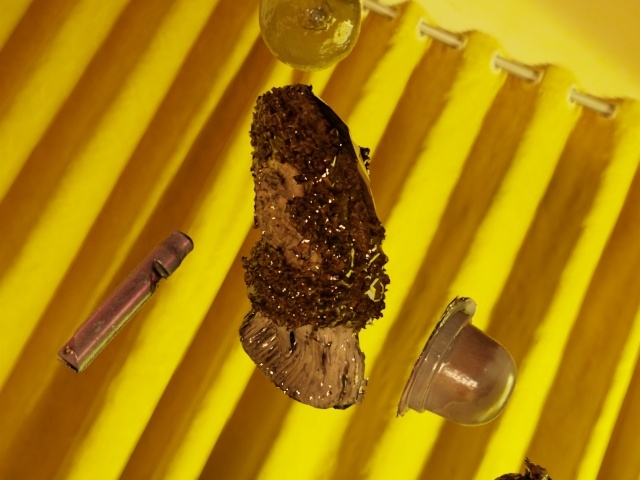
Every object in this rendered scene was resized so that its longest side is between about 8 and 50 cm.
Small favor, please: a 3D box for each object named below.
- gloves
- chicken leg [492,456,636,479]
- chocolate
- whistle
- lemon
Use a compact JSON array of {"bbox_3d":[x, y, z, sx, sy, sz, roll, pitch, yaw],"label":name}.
[{"bbox_3d":[-0.007,-0.002,0.899,0.135,0.312,0.210,-1,31,-12],"label":"gloves"},{"bbox_3d":[0.225,0.272,0.902,0.196,0.125,0.080,-34,-35,18],"label":"chicken leg"},{"bbox_3d":[0.220,0.199,1.378,0.147,0.221,0.221,25,-17,11],"label":"chocolate"},{"bbox_3d":[-0.191,0.057,0.908,0.033,0.176,0.033,34,-23,16],"label":"whistle"},{"bbox_3d":[-0.018,-0.379,1.546,0.184,0.184,0.248,26,7,-1],"label":"lemon"}]
